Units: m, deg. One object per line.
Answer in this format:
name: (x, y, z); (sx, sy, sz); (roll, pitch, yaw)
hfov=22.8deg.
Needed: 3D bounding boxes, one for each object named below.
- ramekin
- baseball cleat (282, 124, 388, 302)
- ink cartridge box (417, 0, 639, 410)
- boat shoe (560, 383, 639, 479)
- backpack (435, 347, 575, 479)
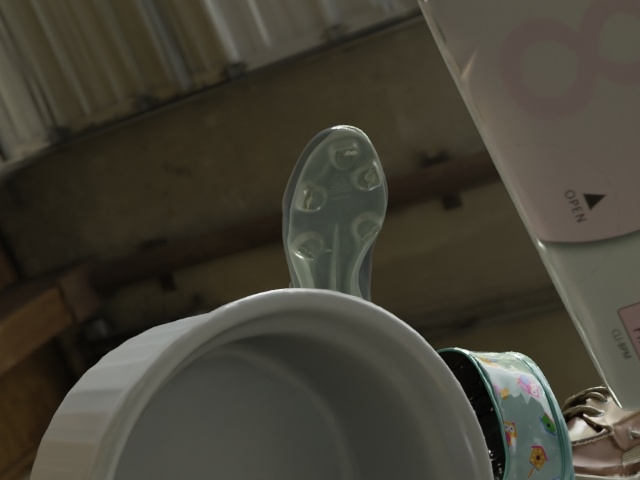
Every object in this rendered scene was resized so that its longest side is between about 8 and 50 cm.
ramekin: (-0.041, 0.169, 0.957); (0.277, 0.135, 0.277); (3, -95, -32)
baseball cleat: (0.000, 0.000, 1.072); (0.109, 0.072, 0.205); (-116, 24, -54)
ink cartridge box: (0.176, -0.057, 0.552); (0.189, 0.232, 0.066); (61, -157, -24)
boat shoe: (0.271, 0.203, 1.569); (0.324, 0.123, 0.116); (8, -110, -50)
backpack: (0.123, 0.180, 1.294); (0.144, 0.188, 0.165); (6, -134, -28)
